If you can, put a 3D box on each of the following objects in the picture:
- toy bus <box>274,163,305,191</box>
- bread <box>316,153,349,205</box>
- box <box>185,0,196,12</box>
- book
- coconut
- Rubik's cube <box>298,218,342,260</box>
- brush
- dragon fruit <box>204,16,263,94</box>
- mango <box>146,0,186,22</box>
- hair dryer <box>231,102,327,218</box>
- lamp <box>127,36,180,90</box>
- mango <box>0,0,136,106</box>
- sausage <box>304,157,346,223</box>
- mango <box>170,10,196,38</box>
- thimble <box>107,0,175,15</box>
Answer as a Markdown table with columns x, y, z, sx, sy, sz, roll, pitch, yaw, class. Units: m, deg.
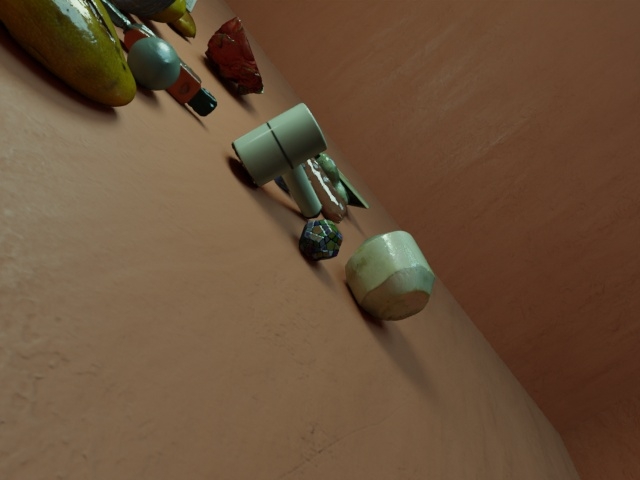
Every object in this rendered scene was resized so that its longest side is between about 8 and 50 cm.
| x | y | z | sx | sy | sz | roll | pitch | yaw | class |
| --- | --- | --- | --- | --- | --- | --- | --- | --- | --- |
| -0.118 | -0.240 | 1.445 | 0.094 | 0.079 | 0.236 | 17 | 34 | -38 | toy bus |
| 0.024 | -0.218 | 1.759 | 0.172 | 0.064 | 0.232 | 43 | -18 | 52 | bread |
| -0.489 | -0.809 | 1.532 | 0.133 | 0.099 | 0.182 | 22 | -3 | 27 | box |
| 0.044 | -0.248 | 1.889 | 0.322 | 0.018 | 0.228 | 46 | -7 | -20 | book |
| 0.179 | 0.086 | 1.285 | 0.241 | 0.241 | 0.241 | 47 | 15 | -17 | coconut |
| 0.000 | 0.000 | 1.170 | 0.111 | 0.111 | 0.093 | 8 | 73 | -69 | Rubik's cube |
| -0.366 | -0.405 | 1.094 | 0.323 | 0.070 | 0.051 | 42 | 16 | -23 | brush |
| -0.288 | -0.583 | 1.642 | 0.317 | 0.152 | 0.205 | -116 | -175 | -85 | dragon fruit |
| -0.474 | -0.702 | 1.317 | 0.262 | 0.167 | 0.130 | 52 | 28 | -13 | mango |
| -0.062 | -0.163 | 1.262 | 0.128 | 0.203 | 0.362 | 59 | -1 | 38 | hair dryer |
| -0.337 | -0.357 | 0.990 | 0.105 | 0.105 | 0.105 | 47 | 15 | -17 | lamp |
| -0.390 | -0.334 | 0.732 | 0.295 | 0.120 | 0.177 | 46 | 18 | -22 | mango |
| -0.034 | -0.229 | 1.645 | 0.433 | 0.088 | 0.088 | 58 | 16 | 22 | sausage |
| -0.446 | -0.701 | 1.564 | 0.127 | 0.063 | 0.077 | 38 | 50 | -59 | mango |
| -0.431 | -0.660 | 1.165 | 0.205 | 0.236 | 0.172 | 40 | 18 | -7 | thimble |
